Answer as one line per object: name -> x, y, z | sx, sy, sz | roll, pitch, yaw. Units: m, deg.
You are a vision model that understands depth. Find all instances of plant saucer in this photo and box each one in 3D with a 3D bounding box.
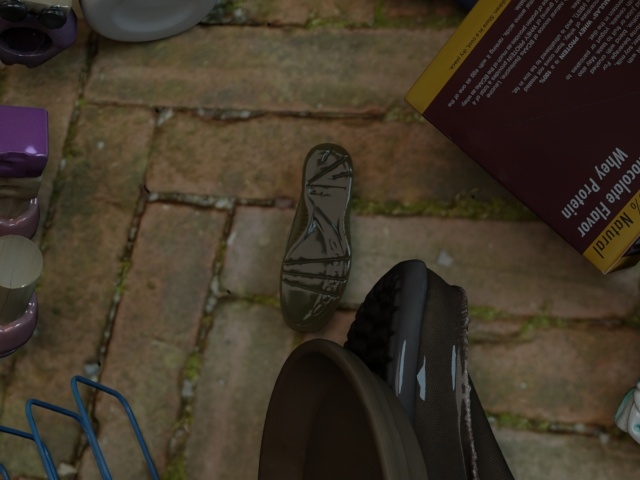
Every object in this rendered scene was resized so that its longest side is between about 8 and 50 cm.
plant saucer -> 0.012, 0.204, 0.708 | 0.041, 0.278, 0.278 | 2, 74, -20

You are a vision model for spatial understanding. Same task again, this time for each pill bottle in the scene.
pill bottle -> -0.169, -0.293, 0.928 | 0.121, 0.121, 0.216 | -19, 74, 6

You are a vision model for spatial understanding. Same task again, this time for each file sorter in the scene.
file sorter -> -0.221, 0.191, 0.816 | 0.170, 0.118, 0.104 | -27, 70, 3

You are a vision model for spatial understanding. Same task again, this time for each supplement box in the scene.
supplement box -> 0.207, -0.111, 0.775 | 0.194, 0.129, 0.191 | 44, 108, 18

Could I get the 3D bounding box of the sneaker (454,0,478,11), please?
sneaker -> 0.100, -0.340, 0.885 | 0.182, 0.127, 0.316 | 11, 80, 11

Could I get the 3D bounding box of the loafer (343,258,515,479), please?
loafer -> 0.087, 0.197, 0.765 | 0.130, 0.134, 0.366 | 1, 85, -16

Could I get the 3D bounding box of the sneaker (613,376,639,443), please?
sneaker -> 0.248, 0.101, 0.749 | 0.094, 0.080, 0.212 | -16, 94, 22

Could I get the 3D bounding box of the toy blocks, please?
toy blocks -> -0.363, -0.058, 0.869 | 0.288, 0.260, 0.309 | 7, 65, -20

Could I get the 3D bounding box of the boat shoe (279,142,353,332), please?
boat shoe -> -0.002, -0.001, 0.866 | 0.056, 0.048, 0.153 | 5, 83, 0
